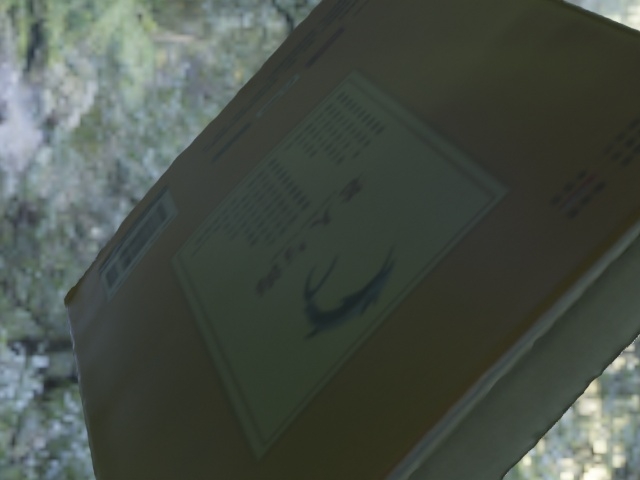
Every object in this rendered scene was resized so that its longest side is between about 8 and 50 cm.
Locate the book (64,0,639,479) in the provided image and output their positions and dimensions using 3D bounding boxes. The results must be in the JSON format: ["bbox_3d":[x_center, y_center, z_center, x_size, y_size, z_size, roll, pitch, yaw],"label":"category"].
[{"bbox_3d":[0.000,0.000,0.591,0.032,0.269,0.389,40,6,-22],"label":"book"}]
